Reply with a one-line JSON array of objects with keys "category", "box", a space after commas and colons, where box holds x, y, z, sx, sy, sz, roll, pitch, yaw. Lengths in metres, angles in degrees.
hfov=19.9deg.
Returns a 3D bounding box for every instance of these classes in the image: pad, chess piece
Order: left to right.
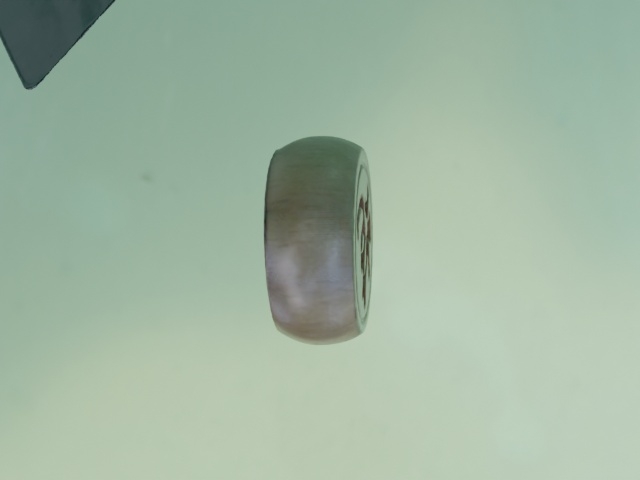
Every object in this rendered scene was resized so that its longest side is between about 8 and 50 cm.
[{"category": "pad", "box": [-0.127, -0.166, 1.029, 0.157, 0.112, 0.003, -45, 132, 12]}, {"category": "chess piece", "box": [0.000, 0.000, 0.729, 0.038, 0.084, 0.084, 0, 139, 5]}]
